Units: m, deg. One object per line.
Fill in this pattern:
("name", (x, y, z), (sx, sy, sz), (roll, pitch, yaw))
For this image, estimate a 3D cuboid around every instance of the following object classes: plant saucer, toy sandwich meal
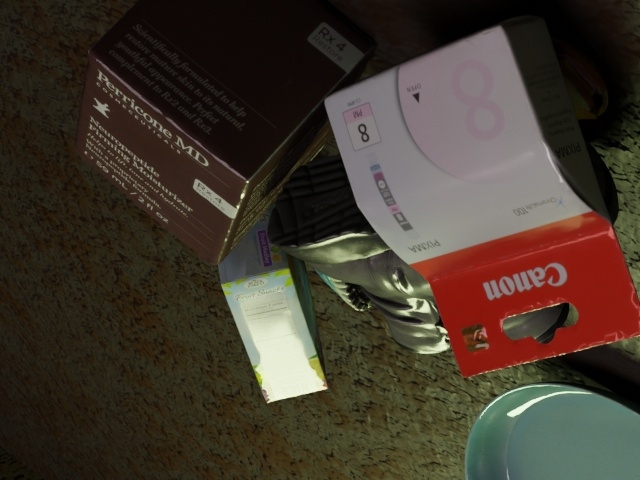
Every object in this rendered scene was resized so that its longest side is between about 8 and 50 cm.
("plant saucer", (0.271, 0.259, 1.755), (0.317, 0.044, 0.317), (26, 134, 31))
("toy sandwich meal", (0.169, -0.111, 1.353), (0.085, 0.029, 0.085), (35, 157, 17))

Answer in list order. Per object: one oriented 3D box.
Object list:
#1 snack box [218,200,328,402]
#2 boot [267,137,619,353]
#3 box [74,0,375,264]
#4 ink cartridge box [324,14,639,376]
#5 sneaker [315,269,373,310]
("snack box", (-0.053, 0.025, 1.807), (0.207, 0.070, 0.174), (71, -174, -53))
("boot", (0.142, 0.009, 1.544), (0.338, 0.118, 0.223), (1, 151, 46))
("box", (-0.085, -0.117, 1.582), (0.168, 0.167, 0.203), (40, 158, 5))
("ink cartridge box", (0.113, -0.023, 1.354), (0.189, 0.066, 0.232), (-19, 86, 46))
("sneaker", (0.000, 0.000, 1.806), (0.073, 0.063, 0.162), (26, 152, 47))
